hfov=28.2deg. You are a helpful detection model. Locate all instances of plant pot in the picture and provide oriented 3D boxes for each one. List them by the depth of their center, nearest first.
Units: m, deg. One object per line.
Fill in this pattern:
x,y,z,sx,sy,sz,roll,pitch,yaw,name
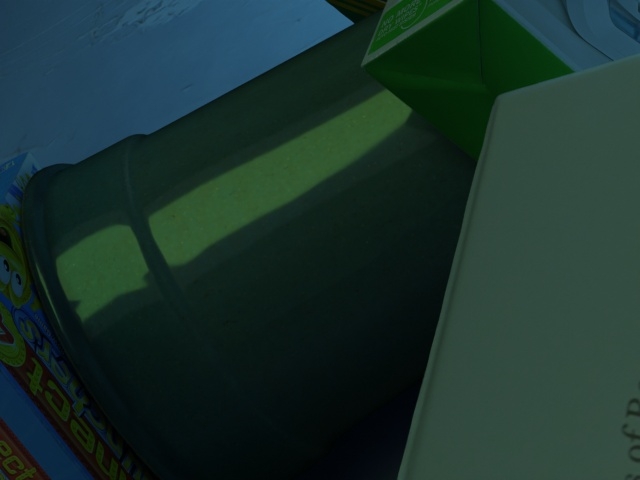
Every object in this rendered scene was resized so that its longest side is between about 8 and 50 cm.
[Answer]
0.000,0.000,1.030,0.334,0.341,0.341,-31,38,12,plant pot

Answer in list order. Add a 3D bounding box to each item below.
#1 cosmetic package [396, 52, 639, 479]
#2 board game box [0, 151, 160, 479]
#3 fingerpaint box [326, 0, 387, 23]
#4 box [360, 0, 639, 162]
0.293,0.103,0.569,0.393,0.329,0.328,-14,49,42,cosmetic package
-0.195,0.120,0.983,0.086,0.308,0.302,-30,21,9,board game box
0.151,-0.332,1.039,0.444,0.371,0.163,-17,47,47,fingerpaint box
0.188,-0.146,0.885,0.126,0.262,0.231,-26,34,50,box
